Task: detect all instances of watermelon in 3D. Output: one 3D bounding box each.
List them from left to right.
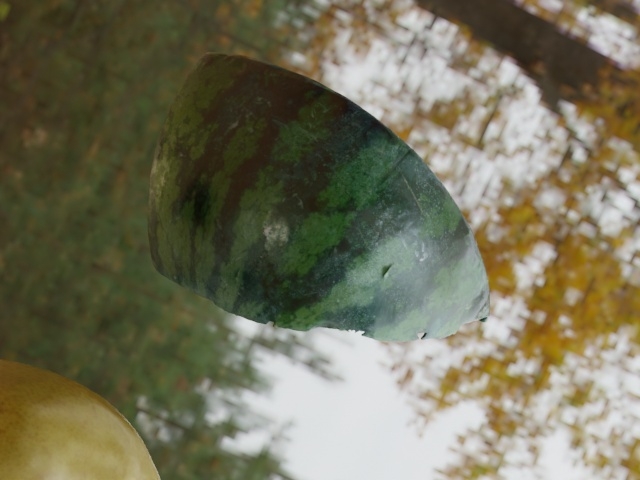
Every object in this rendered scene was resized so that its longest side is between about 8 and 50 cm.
[{"bbox_3d":[-0.022,0.004,1.731,0.222,0.292,0.319,-47,137,-27],"label":"watermelon"}]

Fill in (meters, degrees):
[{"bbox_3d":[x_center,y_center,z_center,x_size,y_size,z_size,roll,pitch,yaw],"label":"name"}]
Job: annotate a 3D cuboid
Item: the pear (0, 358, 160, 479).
[{"bbox_3d":[-0.179,0.162,0.831,0.209,0.208,0.209,-62,-170,20],"label":"pear"}]
